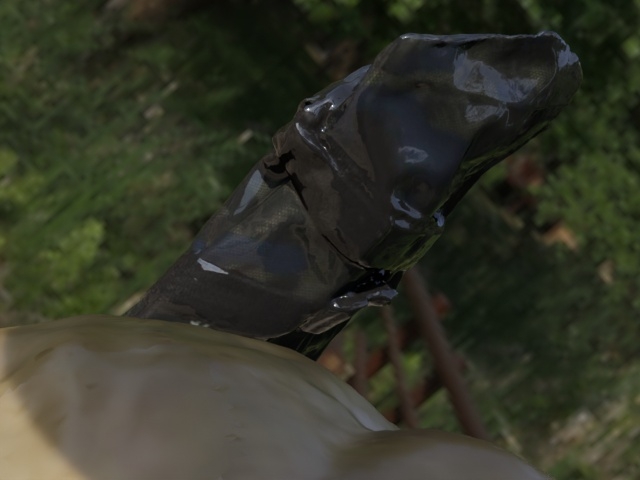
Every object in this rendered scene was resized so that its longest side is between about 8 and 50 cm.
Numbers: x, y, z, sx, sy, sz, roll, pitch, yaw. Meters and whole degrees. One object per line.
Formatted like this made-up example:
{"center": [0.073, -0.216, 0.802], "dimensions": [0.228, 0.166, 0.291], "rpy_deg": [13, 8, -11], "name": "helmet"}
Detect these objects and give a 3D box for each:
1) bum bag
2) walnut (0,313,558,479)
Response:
{"center": [0.000, 0.000, 0.854], "dimensions": [0.137, 0.310, 0.074], "rpy_deg": [18, 32, -46], "name": "bum bag"}
{"center": [-0.046, 0.202, 0.446], "dimensions": [0.381, 0.381, 0.381], "rpy_deg": [49, 6, -7], "name": "walnut"}
